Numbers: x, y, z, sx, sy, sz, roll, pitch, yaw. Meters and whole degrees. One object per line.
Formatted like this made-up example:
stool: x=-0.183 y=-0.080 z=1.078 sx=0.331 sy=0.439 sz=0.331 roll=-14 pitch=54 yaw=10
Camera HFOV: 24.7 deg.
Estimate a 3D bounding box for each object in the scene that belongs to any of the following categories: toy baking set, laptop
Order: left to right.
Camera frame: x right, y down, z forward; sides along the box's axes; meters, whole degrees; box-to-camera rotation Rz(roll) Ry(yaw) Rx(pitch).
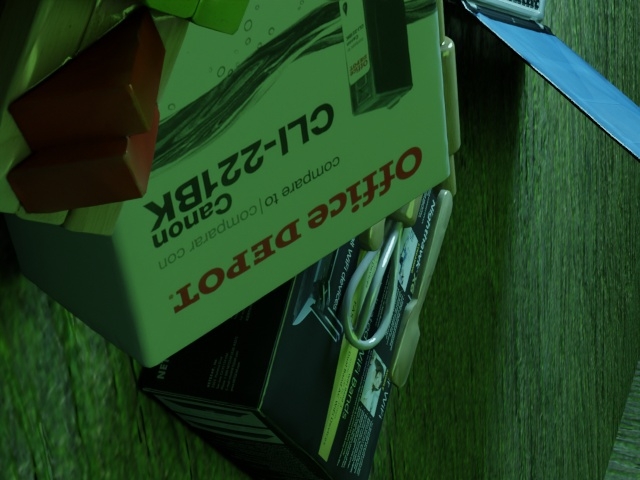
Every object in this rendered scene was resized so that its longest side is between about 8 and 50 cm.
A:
toy baking set: x=0.049 y=-0.038 z=0.955 sx=0.197 sy=0.030 sz=0.256 roll=-57 pitch=148 yaw=-43
laptop: x=0.283 y=-0.268 z=1.437 sx=0.382 sy=0.236 sz=0.408 roll=-12 pitch=109 yaw=-70

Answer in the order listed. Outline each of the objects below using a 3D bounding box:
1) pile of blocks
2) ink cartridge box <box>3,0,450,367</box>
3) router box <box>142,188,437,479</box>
pile of blocks: x=-0.020 y=-0.148 z=0.481 sx=0.362 sy=0.113 sz=0.149 roll=-52 pitch=139 yaw=-7
ink cartridge box: x=-0.055 y=-0.110 z=0.647 sx=0.197 sy=0.114 sz=0.273 roll=-33 pitch=135 yaw=-27
router box: x=0.000 y=0.000 z=0.991 sx=0.243 sy=0.081 sz=0.308 roll=56 pitch=46 yaw=-61
